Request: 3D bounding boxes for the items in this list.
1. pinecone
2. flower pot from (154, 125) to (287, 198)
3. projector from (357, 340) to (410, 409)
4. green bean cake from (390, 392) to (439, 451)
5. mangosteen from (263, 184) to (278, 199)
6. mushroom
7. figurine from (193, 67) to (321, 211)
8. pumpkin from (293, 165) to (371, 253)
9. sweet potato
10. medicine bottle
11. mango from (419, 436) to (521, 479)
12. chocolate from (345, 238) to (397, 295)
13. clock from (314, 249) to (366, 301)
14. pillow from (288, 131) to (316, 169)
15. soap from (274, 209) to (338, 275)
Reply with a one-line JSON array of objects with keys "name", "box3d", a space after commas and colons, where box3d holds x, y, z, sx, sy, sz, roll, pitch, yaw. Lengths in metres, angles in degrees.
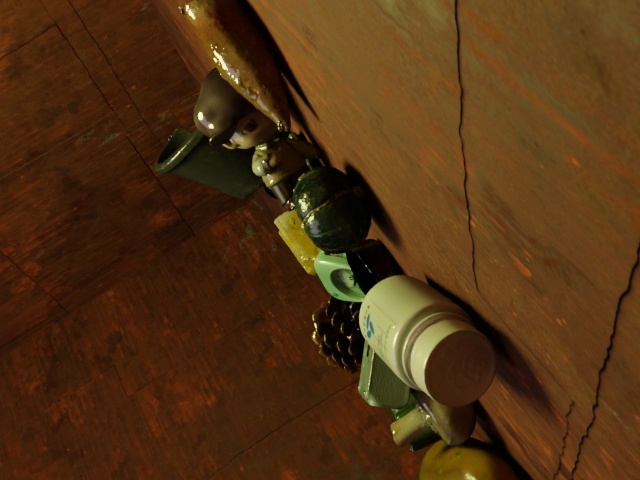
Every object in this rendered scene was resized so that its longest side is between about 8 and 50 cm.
[{"name": "pinecone", "box3d": [0.116, 0.257, 1.970, 0.264, 0.264, 0.264, 56, 174, 9]}, {"name": "flower pot", "box3d": [-0.245, -0.264, 1.876, 0.251, 0.379, 0.379, 41, 180, -21]}, {"name": "projector", "box3d": [0.161, 0.274, 1.686, 0.198, 0.108, 0.251, 114, 163, -84]}, {"name": "green bean cake", "box3d": [0.296, 0.522, 2.175, 0.250, 0.156, 0.247, 64, 180, 25]}, {"name": "mangosteen", "box3d": [-0.098, -0.178, 2.022, 0.151, 0.137, 0.137, 18, -158, -38]}, {"name": "mushroom", "box3d": [0.266, 0.422, 1.686, 0.207, 0.215, 0.207, 55, -177, -5]}, {"name": "figurine", "box3d": [-0.138, -0.245, 1.559, 0.365, 0.218, 0.206, 51, 172, 6]}, {"name": "pumpkin", "box3d": [0.026, -0.063, 1.421, 0.190, 0.146, 0.190, -14, -90, -80]}, {"name": "sweet potato", "box3d": [-0.154, -0.372, 1.409, 0.337, 0.131, 0.131, 57, 174, 7]}, {"name": "medicine bottle", "box3d": [0.190, 0.176, 1.245, 0.170, 0.170, 0.293, 59, 172, -19]}, {"name": "mango", "box3d": [0.393, 0.637, 1.734, 0.300, 0.232, 0.446, 60, 168, 18]}, {"name": "chocolate", "box3d": [0.126, 0.055, 1.571, 0.125, 0.080, 0.149, 13, 130, 65]}, {"name": "clock", "box3d": [0.097, 0.091, 1.744, 0.210, 0.066, 0.159, 5, 140, 31]}, {"name": "pillow", "box3d": [-0.033, -0.174, 1.767, 0.212, 0.052, 0.208, 61, 175, -6]}, {"name": "soap", "box3d": [0.000, 0.000, 1.900, 0.257, 0.160, 0.080, 51, 170, 39]}]
